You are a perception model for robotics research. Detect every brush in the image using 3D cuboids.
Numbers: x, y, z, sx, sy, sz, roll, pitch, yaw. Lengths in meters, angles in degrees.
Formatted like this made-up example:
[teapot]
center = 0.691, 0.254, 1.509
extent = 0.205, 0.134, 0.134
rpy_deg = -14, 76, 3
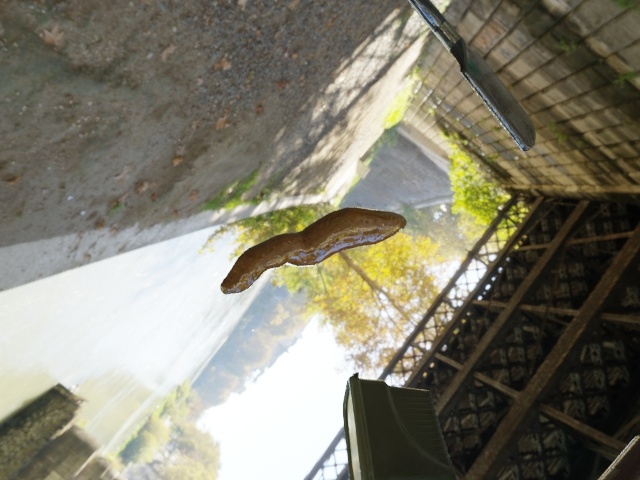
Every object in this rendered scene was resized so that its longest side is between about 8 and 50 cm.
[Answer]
[brush]
center = 0.120, -0.155, 0.374
extent = 0.016, 0.193, 0.063
rpy_deg = -34, -167, 40

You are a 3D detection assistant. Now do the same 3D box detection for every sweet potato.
[sweet potato]
center = -0.001, 0.001, 0.362
extent = 0.179, 0.044, 0.044
rpy_deg = -16, 163, -28

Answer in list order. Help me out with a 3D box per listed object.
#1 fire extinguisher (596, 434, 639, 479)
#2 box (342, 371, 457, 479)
[fire extinguisher]
center = 0.193, 0.200, 0.317
extent = 0.173, 0.035, 0.049
rpy_deg = -23, 174, -29
[box]
center = 0.145, 0.403, 0.883
extent = 0.274, 0.178, 0.138
rpy_deg = -93, -171, -56
